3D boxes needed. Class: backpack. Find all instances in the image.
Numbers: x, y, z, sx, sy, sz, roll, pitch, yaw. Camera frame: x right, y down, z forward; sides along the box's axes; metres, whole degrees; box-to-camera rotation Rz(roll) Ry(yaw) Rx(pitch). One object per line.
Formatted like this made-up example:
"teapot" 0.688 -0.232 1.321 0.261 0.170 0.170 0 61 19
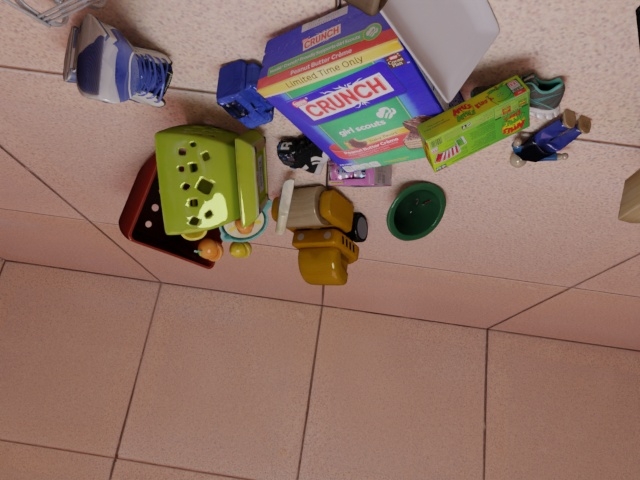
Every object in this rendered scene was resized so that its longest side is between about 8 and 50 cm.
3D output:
"backpack" -0.137 -0.284 0.961 0.101 0.098 0.120 -6 155 26

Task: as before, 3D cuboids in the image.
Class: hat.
"hat" 0.240 -0.111 1.391 0.172 0.183 0.209 9 120 -21

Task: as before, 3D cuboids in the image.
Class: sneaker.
"sneaker" 0.358 -0.271 0.868 0.166 0.065 0.076 5 144 1
"sneaker" -0.041 -0.218 1.127 0.121 0.079 0.217 10 162 -7
"sneaker" -0.344 -0.314 0.869 0.182 0.128 0.315 4 -162 -36

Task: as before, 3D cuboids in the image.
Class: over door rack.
"over door rack" -0.439 -0.420 0.656 0.239 0.108 0.324 -3 178 31

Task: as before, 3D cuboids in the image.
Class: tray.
"tray" 0.164 -0.331 0.690 0.270 0.145 0.030 30 -174 -47

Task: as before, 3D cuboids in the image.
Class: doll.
"doll" 0.472 -0.200 1.013 0.129 0.046 0.189 15 159 -15

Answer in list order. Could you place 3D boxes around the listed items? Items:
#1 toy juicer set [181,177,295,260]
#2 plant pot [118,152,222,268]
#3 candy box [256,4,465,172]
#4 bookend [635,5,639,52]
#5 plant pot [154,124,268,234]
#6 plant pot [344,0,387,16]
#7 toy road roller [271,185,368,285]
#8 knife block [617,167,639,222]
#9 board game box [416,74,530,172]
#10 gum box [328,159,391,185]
"toy juicer set" -0.201 -0.028 1.324 0.329 0.089 0.209 -19 135 -7
"plant pot" -0.441 -0.091 1.419 0.267 0.267 0.235 27 167 -41
"candy box" 0.090 -0.264 0.881 0.268 0.122 0.317 -7 154 33
"bookend" 0.495 -0.283 0.609 0.072 0.157 0.156 10 161 -6
"plant pot" -0.233 -0.148 1.106 0.207 0.228 0.227 -1 -162 3
"plant pot" 0.014 -0.387 0.444 0.229 0.263 0.263 27 158 -3
"toy road roller" 0.000 0.000 1.475 0.202 0.241 0.329 -4 157 30
"knife block" 0.586 -0.116 0.758 0.242 0.088 0.275 28 164 -33
"board game box" 0.266 -0.198 0.833 0.181 0.043 0.092 -26 145 9
"gum box" 0.097 -0.160 1.148 0.107 0.062 0.188 1 -175 21
